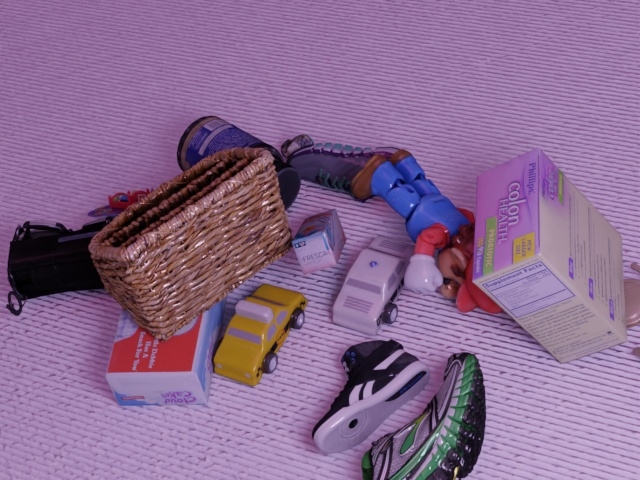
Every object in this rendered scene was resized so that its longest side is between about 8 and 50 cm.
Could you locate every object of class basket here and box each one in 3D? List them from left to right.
[{"bbox_3d":[-0.222,-0.035,1.959,0.299,0.223,0.213,-36,51,-19],"label":"basket"}]

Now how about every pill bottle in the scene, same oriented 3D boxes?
[{"bbox_3d":[-0.144,-0.131,2.213,0.219,0.122,0.123,31,61,34],"label":"pill bottle"}]

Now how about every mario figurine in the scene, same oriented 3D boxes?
[{"bbox_3d":[0.181,0.008,1.999,0.198,0.170,0.320,-35,64,-15],"label":"mario figurine"}]

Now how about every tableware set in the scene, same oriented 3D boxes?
[{"bbox_3d":[0.510,0.126,1.887,0.128,0.039,0.194,-44,47,-9],"label":"tableware set"}]

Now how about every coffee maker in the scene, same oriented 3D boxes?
[{"bbox_3d":[-0.439,0.047,2.144,0.178,0.120,0.171,-8,67,9],"label":"coffee maker"}]

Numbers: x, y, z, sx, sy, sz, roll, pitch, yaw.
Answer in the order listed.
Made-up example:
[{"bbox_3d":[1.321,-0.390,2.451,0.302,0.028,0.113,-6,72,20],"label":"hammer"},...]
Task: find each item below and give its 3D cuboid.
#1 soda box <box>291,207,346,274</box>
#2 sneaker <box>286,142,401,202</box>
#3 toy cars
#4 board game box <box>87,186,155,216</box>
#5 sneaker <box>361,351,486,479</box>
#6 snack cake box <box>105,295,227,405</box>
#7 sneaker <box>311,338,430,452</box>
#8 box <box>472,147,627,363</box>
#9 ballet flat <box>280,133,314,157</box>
[{"bbox_3d":[0.000,0.000,2.036,0.058,0.063,0.183,-18,11,10],"label":"soda box"},{"bbox_3d":[0.043,-0.114,2.185,0.224,0.083,0.098,-1,56,14],"label":"sneaker"},{"bbox_3d":[-0.005,0.095,2.001,0.394,0.087,0.176,-22,48,-7],"label":"toy cars"},{"bbox_3d":[-0.336,-0.076,2.222,0.169,0.033,0.133,-6,12,8],"label":"board game box"},{"bbox_3d":[0.138,0.294,1.758,0.146,0.134,0.343,15,54,25],"label":"sneaker"},{"bbox_3d":[-0.244,0.137,2.020,0.152,0.089,0.264,-1,49,10],"label":"snack cake box"},{"bbox_3d":[0.050,0.230,1.882,0.217,0.079,0.121,-31,45,-25],"label":"sneaker"},{"bbox_3d":[0.346,0.026,1.861,0.117,0.243,0.213,-24,40,33],"label":"box"},{"bbox_3d":[-0.045,-0.166,2.250,0.041,0.041,0.114,-35,9,-17],"label":"ballet flat"}]
